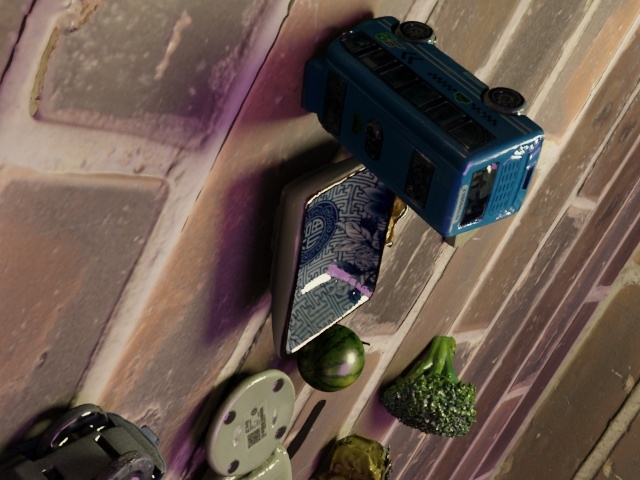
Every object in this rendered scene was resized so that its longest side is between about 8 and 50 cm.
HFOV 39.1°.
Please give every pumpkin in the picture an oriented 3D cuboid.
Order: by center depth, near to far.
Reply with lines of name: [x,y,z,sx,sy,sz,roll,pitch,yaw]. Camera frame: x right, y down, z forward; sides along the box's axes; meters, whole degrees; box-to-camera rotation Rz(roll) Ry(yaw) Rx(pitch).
pumpkin: [0.082,-0.035,1.221,0.073,0.035,0.101,-65,151,-5]

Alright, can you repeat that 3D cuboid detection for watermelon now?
watermelon: [0.016,0.163,1.276,0.109,0.109,0.109,-39,150,-28]

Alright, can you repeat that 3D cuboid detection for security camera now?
security camera: [-0.107,0.296,1.254,0.157,0.080,0.301,-30,135,-37]

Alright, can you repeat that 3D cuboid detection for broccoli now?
broccoli: [0.226,0.273,1.706,0.194,0.194,0.219,-50,130,-9]

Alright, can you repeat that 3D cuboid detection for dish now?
dish: [0.000,0.000,1.068,0.182,0.080,0.243,-31,143,-41]

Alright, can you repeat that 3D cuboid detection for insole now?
insole: [-0.028,0.317,1.485,0.135,0.002,0.045,-60,155,11]

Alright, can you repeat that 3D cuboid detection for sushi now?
sushi: [0.068,0.445,1.686,0.291,0.139,0.131,77,34,-58]

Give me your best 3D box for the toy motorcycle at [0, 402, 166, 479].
toy motorcycle: [-0.298,0.297,0.878,0.358,0.125,0.212,-21,141,-47]

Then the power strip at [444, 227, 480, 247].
power strip: [0.241,-0.067,1.445,0.080,0.029,0.227,-39,150,-28]

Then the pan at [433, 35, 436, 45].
pan: [0.112,-0.153,1.099,0.128,0.048,0.202,-59,154,-70]

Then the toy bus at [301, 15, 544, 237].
toy bus: [0.098,-0.121,0.911,0.134,0.246,0.113,-23,142,-29]
